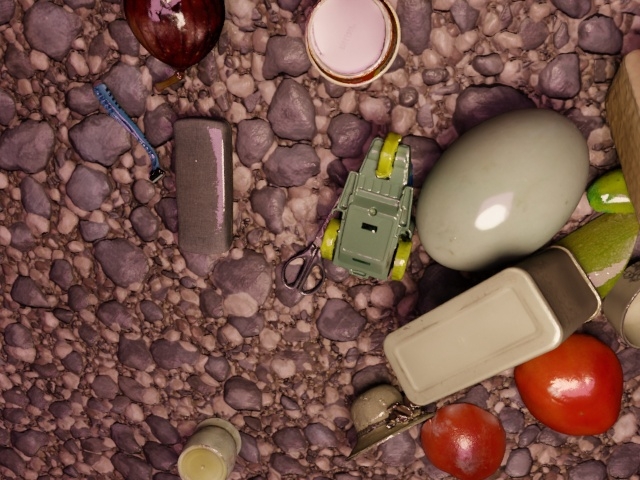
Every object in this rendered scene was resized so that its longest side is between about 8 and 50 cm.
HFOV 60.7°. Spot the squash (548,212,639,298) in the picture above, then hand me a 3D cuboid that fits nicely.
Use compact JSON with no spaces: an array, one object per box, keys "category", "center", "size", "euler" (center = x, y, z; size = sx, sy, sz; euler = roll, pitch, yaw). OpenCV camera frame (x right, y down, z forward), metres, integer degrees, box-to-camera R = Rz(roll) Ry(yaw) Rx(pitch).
[{"category":"squash","center":[0.629,0.076,1.235],"size":[0.288,0.111,0.203],"euler":[-32,103,13]}]

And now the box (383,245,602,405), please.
[{"category":"box","center":[0.353,0.169,1.123],"size":[0.352,0.343,0.177],"euler":[-36,73,32]}]

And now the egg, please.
[{"category":"egg","center":[0.366,-0.102,1.114],"size":[0.389,0.276,0.276],"euler":[-42,99,0]}]

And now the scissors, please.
[{"category":"scissors","center":[0.000,0.000,1.325],"size":[0.109,0.022,0.300],"euler":[24,107,-6]}]

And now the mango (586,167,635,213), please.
[{"category":"mango","center":[0.663,-0.107,1.165],"size":[0.178,0.119,0.100],"euler":[-6,122,7]}]

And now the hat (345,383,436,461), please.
[{"category":"hat","center":[0.148,0.438,1.375],"size":[0.257,0.257,0.130],"euler":[-34,70,15]}]

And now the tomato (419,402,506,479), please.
[{"category":"tomato","center":[0.377,0.531,1.407],"size":[0.227,0.112,0.199],"euler":[5,106,2]}]

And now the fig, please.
[{"category":"fig","center":[-0.296,-0.432,1.143],"size":[0.203,0.186,0.250],"euler":[-8,115,-10]}]

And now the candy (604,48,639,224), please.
[{"category":"candy","center":[0.658,-0.195,1.043],"size":[0.135,0.179,0.321],"euler":[-12,74,10]}]

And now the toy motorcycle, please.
[{"category":"toy motorcycle","center":[0.133,-0.088,1.197],"size":[0.191,0.200,0.327],"euler":[17,116,11]}]

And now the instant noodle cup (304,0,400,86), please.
[{"category":"instant noodle cup","center":[0.060,-0.415,1.105],"size":[0.213,0.174,0.213],"euler":[2,108,5]}]

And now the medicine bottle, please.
[{"category":"medicine bottle","center":[-0.297,0.574,1.474],"size":[0.147,0.143,0.147],"euler":[1,103,5]}]

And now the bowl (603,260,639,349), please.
[{"category":"bowl","center":[0.721,0.127,1.219],"size":[0.211,0.112,0.212],"euler":[-8,119,-15]}]

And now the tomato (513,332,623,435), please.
[{"category":"tomato","center":[0.588,0.345,1.286],"size":[0.259,0.180,0.260],"euler":[3,112,7]}]

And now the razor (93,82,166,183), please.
[{"category":"razor","center":[-0.445,-0.255,1.285],"size":[0.253,0.042,0.082],"euler":[56,146,-10]}]

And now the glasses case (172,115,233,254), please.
[{"category":"glasses case","center":[-0.273,-0.126,1.286],"size":[0.131,0.074,0.323],"euler":[4,108,4]}]
